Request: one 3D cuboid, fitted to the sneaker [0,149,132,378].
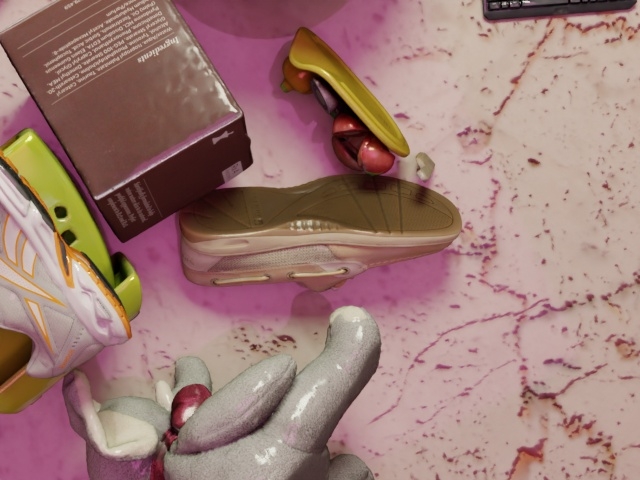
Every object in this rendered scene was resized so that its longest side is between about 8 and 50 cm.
[{"bbox_3d":[-0.284,0.017,1.237,0.121,0.099,0.262,-36,108,-3],"label":"sneaker"}]

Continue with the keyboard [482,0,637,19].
[{"bbox_3d":[0.266,-0.309,1.568,0.180,0.023,0.108,-6,92,-9],"label":"keyboard"}]

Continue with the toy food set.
[{"bbox_3d":[0.027,-0.125,1.493,0.071,0.128,0.218,-40,101,14],"label":"toy food set"}]

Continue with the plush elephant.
[{"bbox_3d":[-0.120,0.216,1.427,0.255,0.272,0.330,24,49,27],"label":"plush elephant"}]

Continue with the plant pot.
[{"bbox_3d":[-0.311,0.035,1.394,0.227,0.228,0.207,-41,104,-6],"label":"plant pot"}]

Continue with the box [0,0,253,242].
[{"bbox_3d":[-0.192,-0.140,1.406,0.167,0.168,0.203,-31,77,-7],"label":"box"}]

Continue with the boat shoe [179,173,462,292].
[{"bbox_3d":[0.000,0.000,1.503,0.302,0.109,0.098,-4,130,-8],"label":"boat shoe"}]
